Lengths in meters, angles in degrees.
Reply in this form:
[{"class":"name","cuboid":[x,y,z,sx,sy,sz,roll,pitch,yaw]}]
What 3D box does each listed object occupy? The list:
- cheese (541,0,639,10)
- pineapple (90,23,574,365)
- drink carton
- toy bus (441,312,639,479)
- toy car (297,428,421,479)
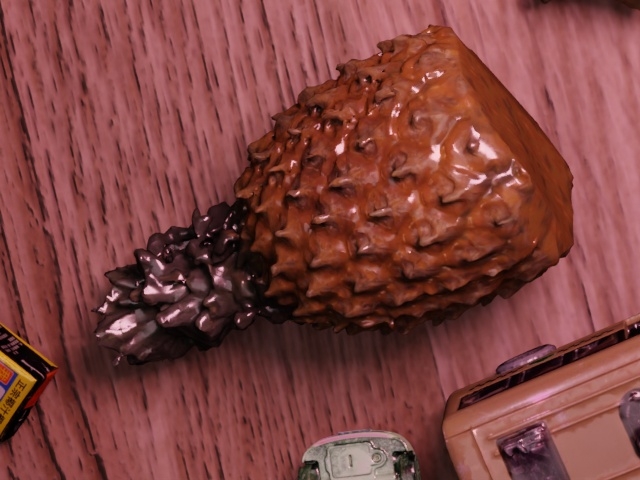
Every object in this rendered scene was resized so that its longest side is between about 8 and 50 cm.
[{"class":"cheese","cuboid":[0.247,-0.243,1.332,0.202,0.091,0.175,10,97,10]},{"class":"pineapple","cuboid":[0.000,0.000,1.351,0.362,0.202,0.202,-29,88,22]},{"class":"drink carton","cuboid":[-0.291,0.081,1.467,0.165,0.056,0.071,37,107,6]},{"class":"toy bus","cuboid":[0.235,0.117,1.323,0.289,0.157,0.139,-22,90,11]},{"class":"toy car","cuboid":[0.041,0.253,1.408,0.090,0.076,0.224,-8,84,12]}]
